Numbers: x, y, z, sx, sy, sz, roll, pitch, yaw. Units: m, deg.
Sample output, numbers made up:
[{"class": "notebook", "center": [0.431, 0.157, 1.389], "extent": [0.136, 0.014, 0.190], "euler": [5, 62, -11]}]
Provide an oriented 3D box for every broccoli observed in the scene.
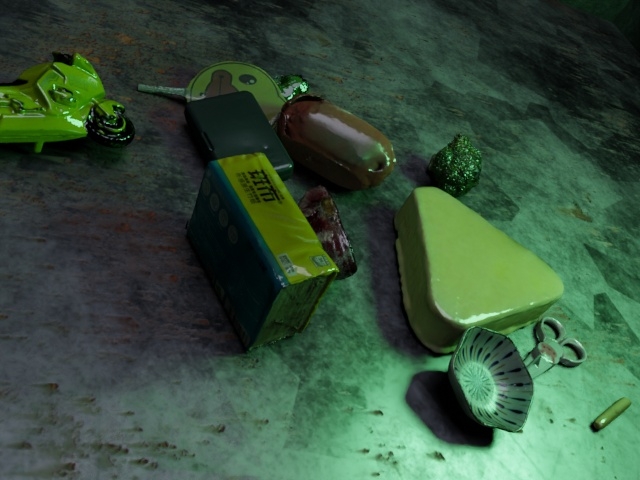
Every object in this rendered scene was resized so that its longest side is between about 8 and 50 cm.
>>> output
[{"class": "broccoli", "center": [0.338, -0.181, 1.501], "extent": [0.162, 0.146, 0.138], "euler": [-29, 33, -26]}]

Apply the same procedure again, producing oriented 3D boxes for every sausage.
[{"class": "sausage", "center": [0.574, 0.339, 1.198], "extent": [0.132, 0.024, 0.024], "euler": [-14, 57, -40]}, {"class": "sausage", "center": [0.034, -0.209, 1.324], "extent": [0.279, 0.152, 0.152], "euler": [27, 41, -9]}]

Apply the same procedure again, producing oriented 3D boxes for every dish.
[{"class": "dish", "center": [0.286, 0.249, 1.074], "extent": [0.190, 0.066, 0.191], "euler": [15, 59, -27]}]

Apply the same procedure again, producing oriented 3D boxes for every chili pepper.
[{"class": "chili pepper", "center": [-0.127, -0.323, 1.408], "extent": [0.224, 0.061, 0.098], "euler": [-36, 75, -26]}]

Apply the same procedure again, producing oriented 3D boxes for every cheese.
[{"class": "cheese", "center": [0.284, 0.079, 1.224], "extent": [0.383, 0.104, 0.384], "euler": [16, 44, -16]}]

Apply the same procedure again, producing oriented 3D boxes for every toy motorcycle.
[{"class": "toy motorcycle", "center": [-0.506, -0.245, 1.057], "extent": [0.342, 0.142, 0.206], "euler": [-7, 52, -38]}]

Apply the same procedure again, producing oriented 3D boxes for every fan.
[{"class": "fan", "center": [-0.228, -0.312, 1.335], "extent": [0.334, 0.011, 0.230], "euler": [4, 61, -12]}]

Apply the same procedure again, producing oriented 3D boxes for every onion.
[{"class": "onion", "center": [0.000, 0.000, 1.147], "extent": [0.098, 0.151, 0.206], "euler": [-19, 41, -2]}]

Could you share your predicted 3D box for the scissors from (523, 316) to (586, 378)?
[{"class": "scissors", "center": [0.454, 0.233, 1.227], "extent": [0.242, 0.030, 0.118], "euler": [-20, 62, -46]}]

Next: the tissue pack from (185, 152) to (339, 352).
[{"class": "tissue pack", "center": [-0.101, 0.013, 1.000], "extent": [0.134, 0.192, 0.271], "euler": [-11, 57, -36]}]

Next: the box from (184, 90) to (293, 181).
[{"class": "box", "center": [-0.167, -0.205, 1.248], "extent": [0.160, 0.050, 0.230], "euler": [-18, 65, -25]}]
